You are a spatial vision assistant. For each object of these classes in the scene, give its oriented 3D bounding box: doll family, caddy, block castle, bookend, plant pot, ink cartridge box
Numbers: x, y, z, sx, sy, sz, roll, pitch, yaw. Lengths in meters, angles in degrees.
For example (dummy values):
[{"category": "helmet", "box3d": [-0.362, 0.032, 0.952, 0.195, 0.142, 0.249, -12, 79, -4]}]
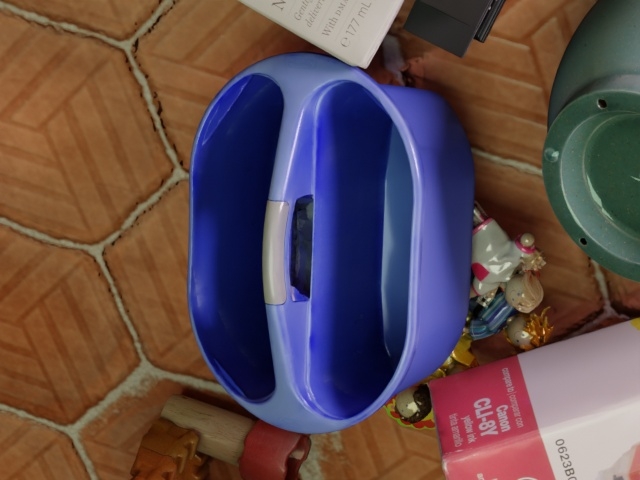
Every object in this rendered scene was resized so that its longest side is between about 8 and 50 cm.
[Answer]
[{"category": "doll family", "box3d": [0.133, 0.065, 1.724, 0.163, 0.118, 0.263, 47, 120, 8]}, {"category": "caddy", "box3d": [0.000, 0.000, 1.611, 0.241, 0.179, 0.341, 7, 101, 30]}, {"category": "block castle", "box3d": [-0.137, 0.421, 1.910, 0.213, 0.303, 0.453, 20, 124, 13]}, {"category": "bookend", "box3d": [0.125, -0.215, 1.517, 0.072, 0.157, 0.156, 27, 124, 1]}, {"category": "plant pot", "box3d": [0.303, -0.081, 1.463, 0.293, 0.196, 0.293, 23, 131, 29]}, {"category": "ink cartridge box", "box3d": [0.324, 0.221, 1.638, 0.385, 0.160, 0.279, -18, 111, 6]}]

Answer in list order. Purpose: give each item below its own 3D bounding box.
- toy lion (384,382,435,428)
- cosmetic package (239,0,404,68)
[{"category": "toy lion", "box3d": [0.088, 0.151, 1.833, 0.100, 0.034, 0.096, 20, 132, 6]}, {"category": "cosmetic package", "box3d": [-0.071, -0.345, 1.502, 0.385, 0.156, 0.217, 27, 127, -1]}]
